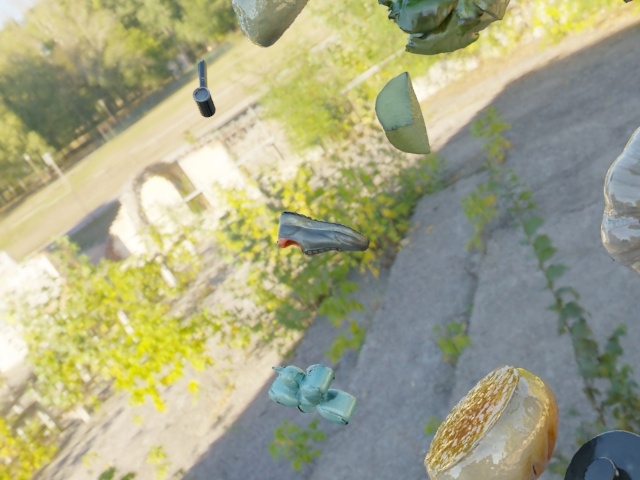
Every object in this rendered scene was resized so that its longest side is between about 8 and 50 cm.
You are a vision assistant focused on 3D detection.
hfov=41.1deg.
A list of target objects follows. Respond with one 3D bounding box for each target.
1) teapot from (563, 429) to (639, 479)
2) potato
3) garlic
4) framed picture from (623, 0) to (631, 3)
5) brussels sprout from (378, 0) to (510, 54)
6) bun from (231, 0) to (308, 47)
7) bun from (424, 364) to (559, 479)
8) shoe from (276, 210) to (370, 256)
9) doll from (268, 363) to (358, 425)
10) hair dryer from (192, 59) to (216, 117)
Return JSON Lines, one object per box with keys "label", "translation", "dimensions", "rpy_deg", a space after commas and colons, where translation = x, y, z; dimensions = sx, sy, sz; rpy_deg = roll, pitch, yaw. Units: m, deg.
{"label": "teapot", "translation": [0.589, 0.446, 1.488], "dimensions": [0.200, 0.337, 0.270], "rpy_deg": [3, 60, 58]}
{"label": "potato", "translation": [0.171, -0.256, 1.796], "dimensions": [0.081, 0.120, 0.149], "rpy_deg": [-14, 55, 18]}
{"label": "garlic", "translation": [0.613, -0.061, 1.396], "dimensions": [0.322, 0.322, 0.241], "rpy_deg": [-32, -27, 6]}
{"label": "framed picture", "translation": [0.368, -0.489, 1.178], "dimensions": [0.019, 0.281, 0.209], "rpy_deg": [-11, 54, 50]}
{"label": "brussels sprout", "translation": [0.186, -0.355, 1.287], "dimensions": [0.181, 0.100, 0.139], "rpy_deg": [-5, 64, 32]}
{"label": "bun", "translation": [-0.038, -0.199, 0.679], "dimensions": [0.086, 0.055, 0.086], "rpy_deg": [-46, 15, 16]}
{"label": "bun", "translation": [0.339, 0.389, 1.615], "dimensions": [0.299, 0.165, 0.299], "rpy_deg": [-49, 0, 0]}
{"label": "shoe", "translation": [0.002, 0.001, 1.729], "dimensions": [0.074, 0.194, 0.077], "rpy_deg": [62, -134, -76]}
{"label": "doll", "translation": [-0.020, 0.257, 1.442], "dimensions": [0.159, 0.159, 0.059], "rpy_deg": [10, 59, 33]}
{"label": "hair dryer", "translation": [-0.168, -0.222, 1.225], "dimensions": [0.026, 0.083, 0.047], "rpy_deg": [-9, -24, 1]}
